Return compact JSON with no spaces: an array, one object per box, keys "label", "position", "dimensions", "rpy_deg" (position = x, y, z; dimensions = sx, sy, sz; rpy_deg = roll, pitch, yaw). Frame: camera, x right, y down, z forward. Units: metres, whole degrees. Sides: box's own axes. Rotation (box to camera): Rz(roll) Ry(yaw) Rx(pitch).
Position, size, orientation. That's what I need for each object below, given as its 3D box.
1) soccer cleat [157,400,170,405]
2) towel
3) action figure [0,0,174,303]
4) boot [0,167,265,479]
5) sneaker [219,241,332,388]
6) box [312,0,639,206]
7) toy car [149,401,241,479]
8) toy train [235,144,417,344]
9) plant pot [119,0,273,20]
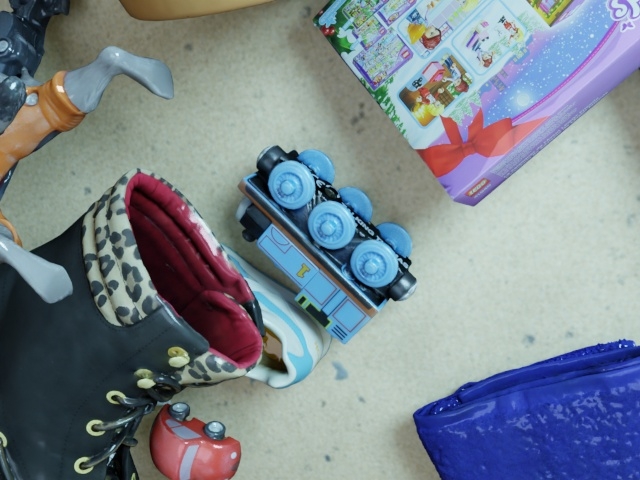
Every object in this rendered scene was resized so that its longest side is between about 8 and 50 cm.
[{"label":"soccer cleat","position":[-0.163,0.136,0.783],"dimensions":[0.035,0.029,0.083],"rpy_deg":[16,106,-3]},{"label":"towel","position":[0.243,0.249,0.669],"dimensions":[0.227,0.076,0.308],"rpy_deg":[-21,97,27]},{"label":"action figure","position":[-0.290,-0.118,0.610],"dimensions":[0.330,0.178,0.342],"rpy_deg":[8,76,26]},{"label":"boot","position":[-0.169,0.151,0.638],"dimensions":[0.284,0.138,0.378],"rpy_deg":[-32,79,25]},{"label":"sneaker","position":[-0.103,0.060,0.712],"dimensions":[0.228,0.092,0.087],"rpy_deg":[25,110,11]},{"label":"box","position":[0.157,-0.195,0.561],"dimensions":[0.293,0.057,0.201],"rpy_deg":[-42,69,21]},{"label":"toy car","position":[-0.221,0.189,0.773],"dimensions":[0.225,0.053,0.239],"rpy_deg":[-40,85,27]},{"label":"toy train","position":[0.000,0.000,0.676],"dimensions":[0.184,0.080,0.105],"rpy_deg":[43,117,3]},{"label":"plant pot","position":[-0.073,-0.284,0.537],"dimensions":[0.290,0.291,0.204],"rpy_deg":[-4,117,17]}]
